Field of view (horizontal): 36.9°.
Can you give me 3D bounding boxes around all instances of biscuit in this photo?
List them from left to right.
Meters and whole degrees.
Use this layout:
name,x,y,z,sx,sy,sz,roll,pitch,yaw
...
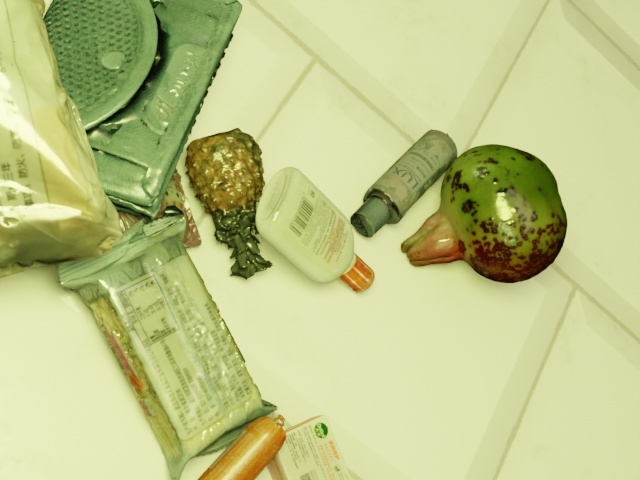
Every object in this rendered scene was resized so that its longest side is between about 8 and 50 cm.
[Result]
name,x,y,z,sx,sy,sz,roll,pitch,yaw
biscuit,-0.176,0.126,1.172,0.186,0.079,0.309,-32,97,-37

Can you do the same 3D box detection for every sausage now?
name,x,y,z,sx,sy,sz,roll,pitch,yaw
sausage,-0.157,0.332,1.122,0.053,0.053,0.348,48,64,-7

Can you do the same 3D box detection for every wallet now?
name,x,y,z,sx,sy,sz,roll,pitch,yaw
wallet,-0.261,-0.215,1.221,0.237,0.075,0.342,19,64,0

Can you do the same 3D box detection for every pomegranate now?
name,x,y,z,sx,sy,sz,roll,pitch,yaw
pomegranate,0.237,-0.025,1.418,0.247,0.214,0.214,-25,86,0

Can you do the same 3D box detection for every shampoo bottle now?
name,x,y,z,sx,sy,sz,roll,pitch,yaw
shampoo bottle,0.000,0.000,1.294,0.221,0.051,0.108,43,56,-41
shampoo bottle,0.124,-0.083,1.428,0.072,0.072,0.214,49,58,-7

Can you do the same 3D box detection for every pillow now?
name,x,y,z,sx,sy,sz,roll,pitch,yaw
pillow,-0.244,-0.021,1.216,0.185,0.043,0.118,-18,85,-37

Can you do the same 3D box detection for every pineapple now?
name,x,y,z,sx,sy,sz,roll,pitch,yaw
pineapple,-0.117,-0.045,1.270,0.108,0.108,0.198,-13,92,-32

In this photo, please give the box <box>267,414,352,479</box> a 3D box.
name,x,y,z,sx,sy,sz,roll,pitch,yaw
box,-0.015,0.299,1.237,0.089,0.043,0.125,-17,83,-32

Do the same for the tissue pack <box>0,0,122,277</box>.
name,x,y,z,sx,sy,sz,roll,pitch,yaw
tissue pack,-0.439,-0.124,1.030,0.389,0.195,0.376,-11,81,-15
